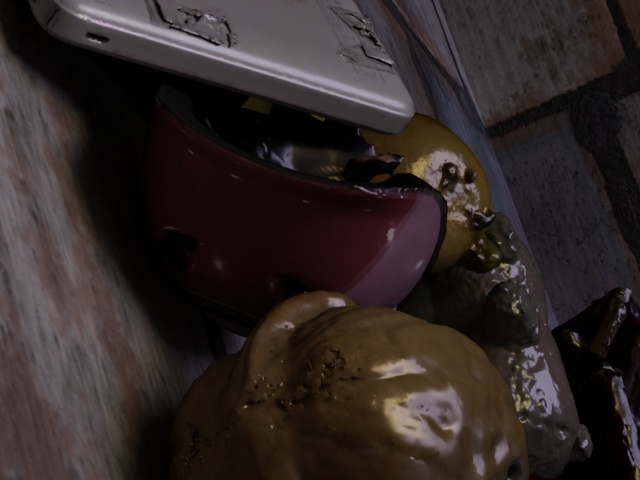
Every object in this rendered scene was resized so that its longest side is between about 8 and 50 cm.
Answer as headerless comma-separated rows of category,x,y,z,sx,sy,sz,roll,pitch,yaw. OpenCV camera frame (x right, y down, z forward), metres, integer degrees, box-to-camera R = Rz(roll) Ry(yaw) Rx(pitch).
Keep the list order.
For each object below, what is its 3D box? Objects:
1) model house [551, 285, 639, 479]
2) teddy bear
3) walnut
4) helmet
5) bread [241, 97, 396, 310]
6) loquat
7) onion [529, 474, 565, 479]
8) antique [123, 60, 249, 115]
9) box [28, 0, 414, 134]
model house,0.264,0.271,1.672,0.297,0.317,0.282,39,42,-15
teddy bear,0.160,0.108,1.563,0.236,0.151,0.267,116,-39,-59
walnut,0.019,0.126,0.912,0.245,0.198,0.198,31,38,-55
helmet,-0.026,-0.006,1.031,0.154,0.198,0.253,-70,168,16
bread,0.000,0.000,1.306,0.138,0.077,0.361,42,28,-61
loquat,0.084,-0.038,1.501,0.204,0.149,0.172,34,0,18
onion,0.205,0.318,1.353,0.206,0.216,0.207,49,-2,28
antique,-0.107,-0.185,1.161,0.081,0.080,0.221,46,29,-59
box,-0.068,-0.146,1.037,0.285,0.044,0.142,13,39,-38
